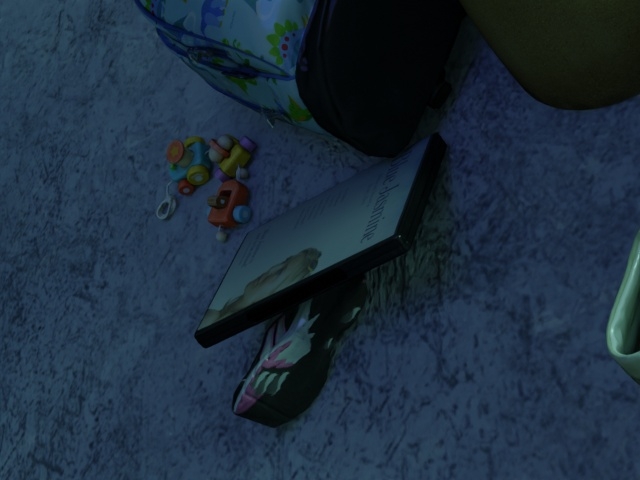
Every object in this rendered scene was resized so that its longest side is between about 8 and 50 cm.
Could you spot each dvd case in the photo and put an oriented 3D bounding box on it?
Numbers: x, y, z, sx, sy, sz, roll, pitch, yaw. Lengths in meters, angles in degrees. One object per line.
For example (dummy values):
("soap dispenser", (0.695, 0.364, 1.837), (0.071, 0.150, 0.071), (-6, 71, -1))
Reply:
("dvd case", (0.000, 0.000, 1.267), (0.253, 0.022, 0.180), (-27, 23, 32))

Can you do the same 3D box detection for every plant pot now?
("plant pot", (0.189, -0.276, 1.128), (0.237, 0.254, 0.237), (-26, 48, 33))

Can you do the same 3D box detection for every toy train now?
("toy train", (-0.134, -0.067, 1.486), (0.166, 0.046, 0.125), (8, 71, 47))

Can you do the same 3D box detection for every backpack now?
("backpack", (-0.030, -0.261, 1.375), (0.355, 0.273, 0.290), (23, 89, 63))

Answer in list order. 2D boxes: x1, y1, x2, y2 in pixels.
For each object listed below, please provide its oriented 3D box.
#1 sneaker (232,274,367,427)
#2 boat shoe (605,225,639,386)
("sneaker", (-0.025, 0.096, 1.265), (0.178, 0.072, 0.077), (-53, 28, -7))
("boat shoe", (0.296, -0.025, 0.979), (0.109, 0.094, 0.302), (3, 68, 47))
